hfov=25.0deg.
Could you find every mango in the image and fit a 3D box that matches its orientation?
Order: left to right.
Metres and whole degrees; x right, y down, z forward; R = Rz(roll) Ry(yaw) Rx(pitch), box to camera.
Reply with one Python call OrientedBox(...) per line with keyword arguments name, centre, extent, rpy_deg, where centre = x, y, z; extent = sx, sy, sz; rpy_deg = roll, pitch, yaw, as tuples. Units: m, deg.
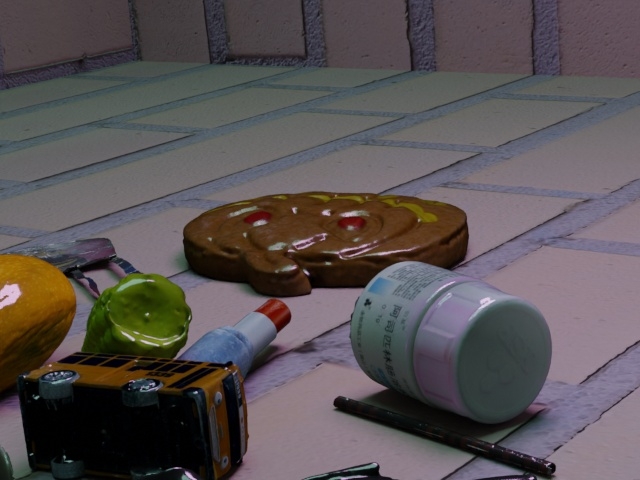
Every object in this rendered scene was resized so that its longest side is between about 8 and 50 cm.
OrientedBox(name="mango", centre=(-0.405, 0.104, 1.496), extent=(0.187, 0.144, 0.359), rpy_deg=(7, 21, 44))

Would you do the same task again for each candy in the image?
OrientedBox(name="candy", centre=(-0.194, 0.102, 1.448), extent=(0.096, 0.097, 0.209), rpy_deg=(-12, -17, -25))

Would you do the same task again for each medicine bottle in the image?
OrientedBox(name="medicine bottle", centre=(0.124, 0.096, 1.388), extent=(0.135, 0.135, 0.168), rpy_deg=(-14, 18, -32))

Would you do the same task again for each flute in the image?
OrientedBox(name="flute", centre=(0.107, 0.177, 1.322), extent=(0.014, 0.014, 0.269), rpy_deg=(-18, 20, -41))

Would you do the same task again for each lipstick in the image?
OrientedBox(name="lipstick", centre=(-0.095, 0.117, 1.489), extent=(0.061, 0.068, 0.274), rpy_deg=(32, 27, 10))

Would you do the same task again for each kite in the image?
OrientedBox(name="kite", centre=(-0.339, 0.036, 1.965), extent=(0.204, 0.022, 0.360), rpy_deg=(-12, 16, -26))

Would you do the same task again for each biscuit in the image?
OrientedBox(name="biscuit", centre=(-0.001, -0.009, 1.936), extent=(0.394, 0.070, 0.350), rpy_deg=(1, 16, 18))

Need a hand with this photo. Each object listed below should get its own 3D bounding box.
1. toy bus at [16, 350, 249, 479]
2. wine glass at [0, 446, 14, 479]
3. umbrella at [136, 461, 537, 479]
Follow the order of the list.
OrientedBox(name="toy bus", centre=(-0.163, 0.160, 1.305), extent=(0.201, 0.098, 0.114), rpy_deg=(1, 14, 29))
OrientedBox(name="wine glass", centre=(-0.384, 0.227, 1.175), extent=(0.262, 0.074, 0.074), rpy_deg=(-12, 17, -24))
OrientedBox(name="umbrella", centre=(-0.001, 0.209, 1.057), extent=(0.340, 0.118, 0.118), rpy_deg=(-8, 15, -11))
